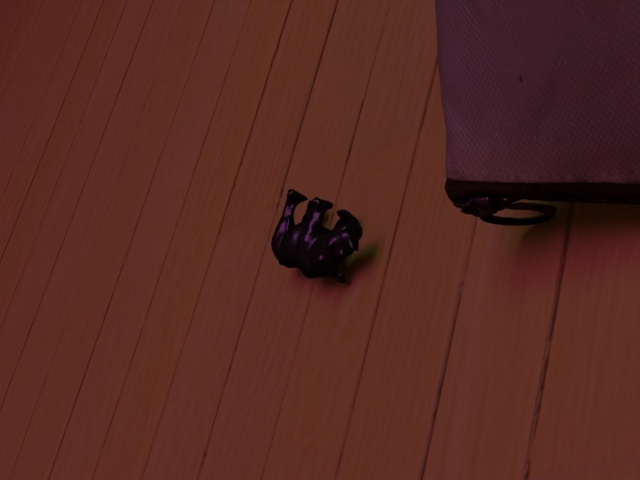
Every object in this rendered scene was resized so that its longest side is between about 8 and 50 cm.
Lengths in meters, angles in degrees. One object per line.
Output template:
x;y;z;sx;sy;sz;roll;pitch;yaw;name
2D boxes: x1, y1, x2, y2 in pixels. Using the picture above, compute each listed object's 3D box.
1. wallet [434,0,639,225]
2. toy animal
0.177;-0.133;0.875;0.335;0.068;0.275;3;107;52;wallet
0.000;0.000;1.209;0.135;0.047;0.065;17;82;61;toy animal
